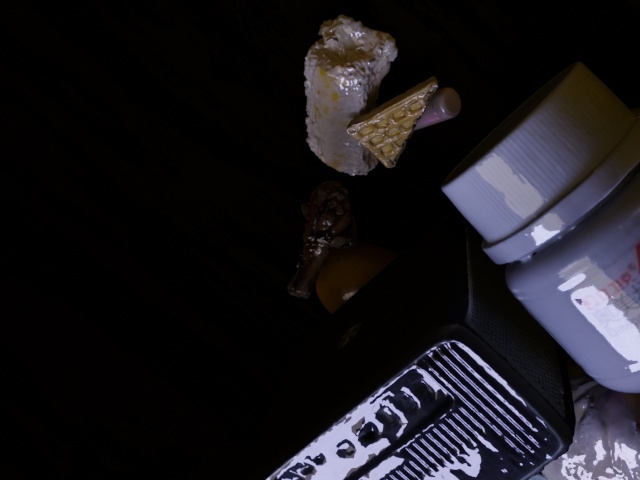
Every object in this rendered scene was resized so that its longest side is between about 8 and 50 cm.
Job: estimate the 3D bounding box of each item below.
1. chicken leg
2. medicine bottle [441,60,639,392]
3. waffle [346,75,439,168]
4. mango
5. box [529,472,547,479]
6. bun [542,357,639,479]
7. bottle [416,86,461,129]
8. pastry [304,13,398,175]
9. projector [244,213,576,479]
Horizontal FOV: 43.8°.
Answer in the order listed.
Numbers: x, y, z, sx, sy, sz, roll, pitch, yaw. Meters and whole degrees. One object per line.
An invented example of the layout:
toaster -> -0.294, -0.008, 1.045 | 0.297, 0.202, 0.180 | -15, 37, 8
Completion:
chicken leg -> 0.004, -0.001, 1.312 | 0.080, 0.196, 0.125 | 16, 165, -32
medicine bottle -> 0.307, -0.016, 0.869 | 0.306, 0.245, 0.245 | 46, 151, 0
waffle -> 0.117, -0.150, 1.028 | 0.152, 0.023, 0.097 | -25, 134, 39
mango -> 0.114, 0.098, 1.365 | 0.254, 0.139, 0.175 | 24, 157, 12
box -> 0.380, 0.400, 1.469 | 0.294, 0.167, 0.193 | 12, 143, 39
bun -> 0.413, 0.243, 1.076 | 0.281, 0.281, 0.205 | 2, 126, 48
bottle -> 0.138, -0.171, 1.044 | 0.096, 0.045, 0.045 | -7, 128, 51
pastry -> 0.038, -0.190, 1.095 | 0.121, 0.089, 0.258 | 19, 151, 8
projector -> 0.124, 0.210, 1.099 | 0.242, 0.405, 0.395 | 45, 111, -9
